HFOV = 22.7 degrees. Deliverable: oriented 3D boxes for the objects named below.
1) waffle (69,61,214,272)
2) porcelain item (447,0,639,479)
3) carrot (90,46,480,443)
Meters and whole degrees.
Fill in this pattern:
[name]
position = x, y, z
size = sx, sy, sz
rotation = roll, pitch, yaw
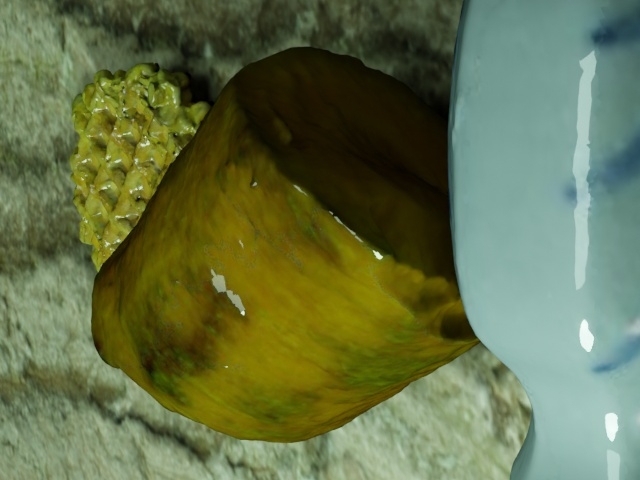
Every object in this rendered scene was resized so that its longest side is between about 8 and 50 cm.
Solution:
[waffle]
position = -0.154, -0.038, 1.418
size = 0.238, 0.058, 0.243
rotation = 6, 109, 49
[porcelain item]
position = 0.187, -0.041, 0.883
size = 0.178, 0.242, 0.405
rotation = -148, 52, -70
[carrot]
position = 0.000, 0.000, 1.110
size = 0.340, 0.241, 0.241
rotation = -41, 71, 50
